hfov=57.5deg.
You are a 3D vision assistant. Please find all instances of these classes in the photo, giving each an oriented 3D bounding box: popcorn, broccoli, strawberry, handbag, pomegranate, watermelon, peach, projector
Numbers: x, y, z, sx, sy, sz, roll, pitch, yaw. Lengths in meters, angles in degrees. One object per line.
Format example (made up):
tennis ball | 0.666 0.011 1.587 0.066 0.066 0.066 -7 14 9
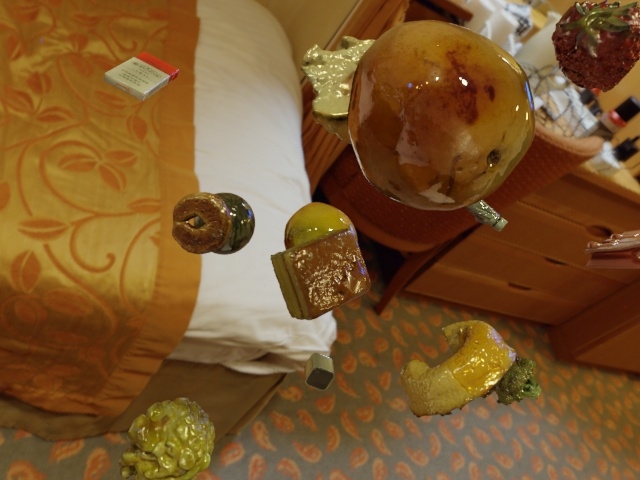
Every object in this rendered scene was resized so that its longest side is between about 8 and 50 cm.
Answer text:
popcorn | -0.399 0.530 1.483 0.206 0.252 0.236 -103 -179 -69
broccoli | 0.499 0.361 1.483 0.120 0.130 0.131 26 66 5
strawberry | 0.598 -0.412 1.248 0.201 0.187 0.184 62 25 -45
handbag | 0.677 0.013 1.246 0.213 0.157 0.059 -15 96 -38
pomegranate | 0.183 -0.205 0.945 0.319 0.319 0.319 23 43 -23
watermelon | -0.319 -0.058 1.944 0.212 0.212 0.212 23 43 -23
peach | 0.000 0.000 1.699 0.231 0.231 0.230 23 43 -23
projector | -0.004 0.437 1.945 0.083 0.083 0.082 25 21 -15

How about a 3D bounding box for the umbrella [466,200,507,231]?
umbrella | 0.373 -0.091 1.428 0.188 0.050 0.046 38 71 5

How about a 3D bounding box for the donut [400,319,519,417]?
donut | 0.198 0.177 0.836 0.181 0.146 0.078 -29 94 -26

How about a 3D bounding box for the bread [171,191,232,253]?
bread | -0.351 -0.051 1.729 0.193 0.193 0.064 41 9 -3

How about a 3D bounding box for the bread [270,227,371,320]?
bread | 0.009 0.083 1.473 0.234 0.111 0.184 -24 98 -40

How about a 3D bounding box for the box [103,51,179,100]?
box | -0.564 -0.526 1.855 0.139 0.035 0.245 26 35 -3

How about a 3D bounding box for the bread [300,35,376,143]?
bread | 0.097 -0.311 1.163 0.224 0.211 0.183 21 46 -64
